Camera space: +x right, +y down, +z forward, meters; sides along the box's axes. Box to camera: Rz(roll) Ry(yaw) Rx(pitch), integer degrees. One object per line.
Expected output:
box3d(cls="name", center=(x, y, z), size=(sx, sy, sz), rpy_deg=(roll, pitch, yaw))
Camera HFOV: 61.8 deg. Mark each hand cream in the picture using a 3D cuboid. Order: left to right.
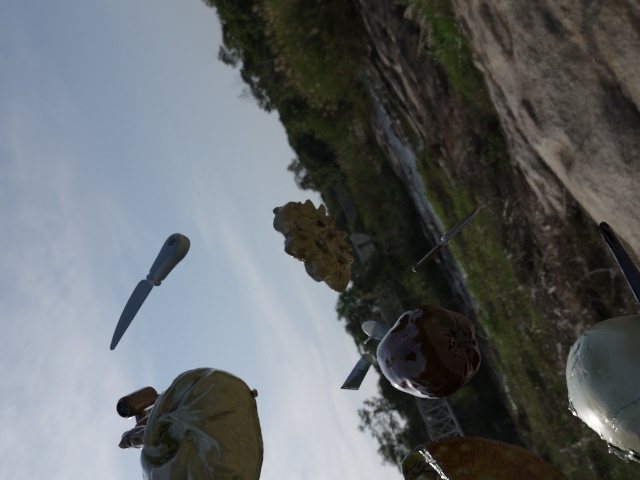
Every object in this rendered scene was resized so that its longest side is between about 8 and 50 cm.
box3d(cls="hand cream", center=(0.138, 0.489, 1.957), size=(0.076, 0.174, 0.047), rpy_deg=(11, -149, -21))

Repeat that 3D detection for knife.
box3d(cls="knife", center=(-0.428, 0.119, 1.304), size=(0.044, 0.331, 0.080), rpy_deg=(32, -173, -46))
box3d(cls="knife", center=(0.350, -0.007, 1.498), size=(0.022, 0.256, 0.046), rpy_deg=(45, -175, -6))

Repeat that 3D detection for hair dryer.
box3d(cls="hair dryer", center=(-0.501, 0.512, 1.500), size=(0.117, 0.064, 0.181), rpy_deg=(-9, -96, -69))

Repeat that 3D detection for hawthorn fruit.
box3d(cls="hawthorn fruit", center=(0.230, 0.259, 1.201), size=(0.208, 0.248, 0.208), rpy_deg=(18, -127, -25))

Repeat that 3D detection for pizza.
box3d(cls="pizza", center=(0.313, 0.455, 1.015), size=(0.197, 0.292, 0.058), rpy_deg=(-40, -55, -55))

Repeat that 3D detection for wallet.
box3d(cls="wallet", center=(0.673, 0.061, 1.154), size=(0.161, 0.042, 0.195), rpy_deg=(24, -136, -50))

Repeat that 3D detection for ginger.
box3d(cls="ginger", center=(-0.352, 0.410, 1.135), size=(0.193, 0.176, 0.052), rpy_deg=(-84, -31, -84))

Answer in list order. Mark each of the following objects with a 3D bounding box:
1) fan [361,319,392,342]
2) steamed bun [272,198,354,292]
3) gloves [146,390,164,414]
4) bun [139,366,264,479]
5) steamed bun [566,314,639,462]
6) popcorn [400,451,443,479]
box3d(cls="fan", center=(0.182, 0.316, 1.806), size=(0.113, 0.175, 0.005), rpy_deg=(29, -126, -4))
box3d(cls="steamed bun", center=(0.000, 0.000, 1.460), size=(0.292, 0.137, 0.295), rpy_deg=(57, -169, 18))
box3d(cls="gloves", center=(-0.549, 0.582, 1.783), size=(0.114, 0.070, 0.153), rpy_deg=(23, -113, -47))
box3d(cls="bun", center=(-0.211, 0.337, 0.886), size=(0.160, 0.259, 0.259), rpy_deg=(22, -148, -35))
box3d(cls="steamed bun", center=(0.695, 0.322, 1.117), size=(0.233, 0.334, 0.311), rpy_deg=(-63, -39, -44))
box3d(cls="popcorn", center=(0.350, 0.727, 1.422), size=(0.335, 0.275, 0.278), rpy_deg=(74, -156, -81))
